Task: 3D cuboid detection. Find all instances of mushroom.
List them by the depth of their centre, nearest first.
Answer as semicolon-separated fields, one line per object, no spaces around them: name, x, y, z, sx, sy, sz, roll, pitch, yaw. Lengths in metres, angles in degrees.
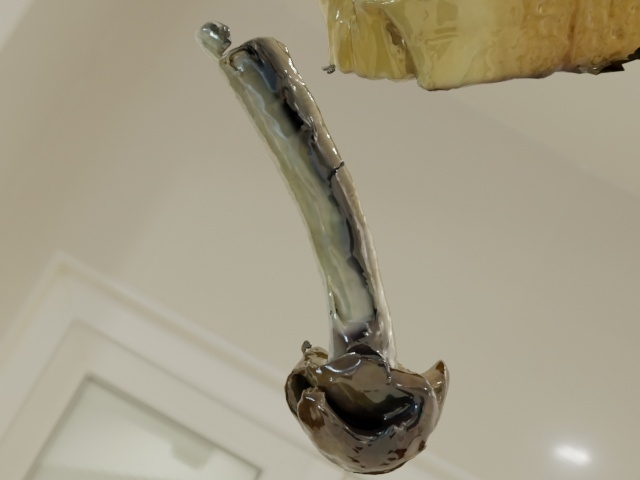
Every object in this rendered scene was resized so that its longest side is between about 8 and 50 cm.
mushroom;0.000;0.000;0.612;0.060;0.187;0.061;-19;-3;19

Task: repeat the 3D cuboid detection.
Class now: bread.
bread;0.103;-0.143;0.908;0.224;0.211;0.183;44;-1;-34
